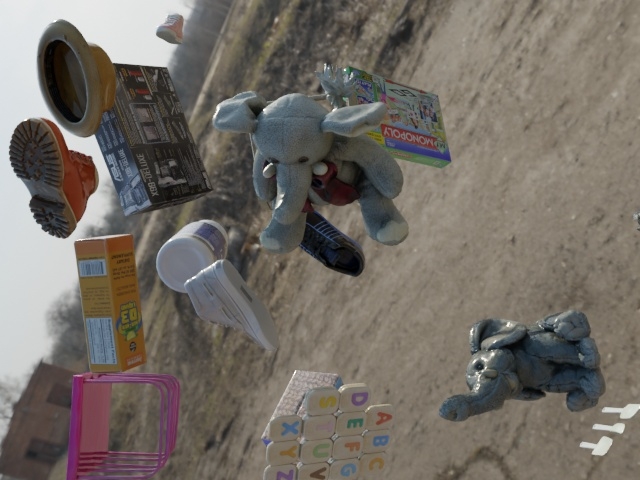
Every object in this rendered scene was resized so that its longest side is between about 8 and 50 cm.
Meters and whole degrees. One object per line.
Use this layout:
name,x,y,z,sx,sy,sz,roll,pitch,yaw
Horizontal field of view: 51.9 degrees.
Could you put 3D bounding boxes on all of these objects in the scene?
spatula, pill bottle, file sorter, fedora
spatula,0.760,0.502,1.755,0.168,0.019,0.242,-53,-11,-9
pill bottle,-0.341,0.033,1.809,0.265,0.153,0.153,-76,12,-74
file sorter,-0.405,0.384,1.403,0.291,0.182,0.202,128,144,-80
fedora,-0.400,-0.272,1.108,0.079,0.194,0.194,-25,-24,-48

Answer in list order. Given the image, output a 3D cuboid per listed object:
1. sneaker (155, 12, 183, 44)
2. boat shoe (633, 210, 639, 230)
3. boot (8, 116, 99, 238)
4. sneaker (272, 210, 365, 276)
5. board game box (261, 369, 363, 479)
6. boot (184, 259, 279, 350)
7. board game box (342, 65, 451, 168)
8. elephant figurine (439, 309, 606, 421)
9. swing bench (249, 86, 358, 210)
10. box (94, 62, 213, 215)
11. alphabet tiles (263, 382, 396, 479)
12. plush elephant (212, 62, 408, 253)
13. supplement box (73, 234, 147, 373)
sneaker,-0.368,-0.527,1.610,0.134,0.051,0.070,-62,-22,-84
boat shoe,0.758,-0.045,1.512,0.083,0.183,0.065,-19,82,40
boot,-0.284,-0.084,0.717,0.158,0.059,0.084,101,-169,-50
sneaker,0.000,0.000,1.424,0.081,0.232,0.090,-58,13,18
board game box,-0.007,0.541,1.791,0.141,0.291,0.232,-1,38,28
boot,-0.210,0.172,1.556,0.123,0.258,0.095,-28,15,16
board game box,0.200,-0.317,1.727,0.046,0.317,0.213,-32,59,48
elephant figurine,0.298,0.191,1.022,0.186,0.239,0.169,55,-155,-61
swing bench,-0.027,-0.204,1.538,0.165,0.253,0.255,-2,-95,-84
box,-0.370,-0.221,1.409,0.076,0.307,0.242,-19,4,24
alphabet tiles,0.023,0.429,1.363,0.021,0.278,0.284,-138,52,-63
plush elephant,-0.018,-0.126,1.032,0.255,0.272,0.330,-14,-74,-66
supplement box,-0.363,0.109,1.145,0.078,0.080,0.233,-15,-78,-66
